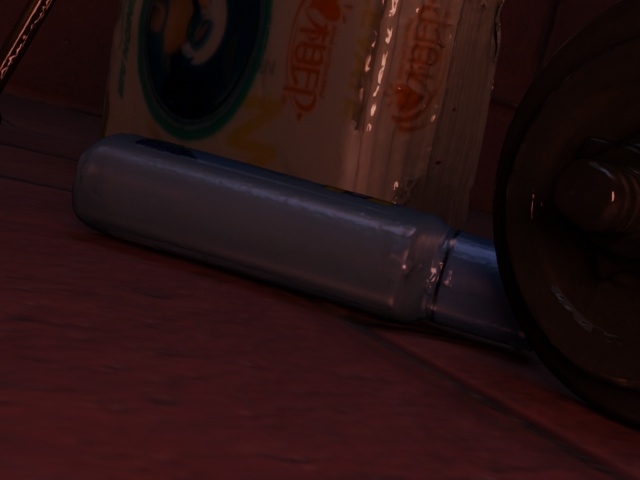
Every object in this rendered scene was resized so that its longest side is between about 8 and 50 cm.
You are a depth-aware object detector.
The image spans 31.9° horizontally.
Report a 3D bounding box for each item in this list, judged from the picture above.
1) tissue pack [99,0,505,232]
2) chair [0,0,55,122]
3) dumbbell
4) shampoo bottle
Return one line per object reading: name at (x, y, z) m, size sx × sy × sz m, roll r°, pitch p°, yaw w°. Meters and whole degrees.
tissue pack at (-0.033, -0.155, 0.974) m, size 0.162 × 0.287 × 0.388 m, roll 2°, pitch 11°, yaw -41°
chair at (-0.421, -0.333, 1.092) m, size 0.362 × 0.410 × 0.365 m, roll 18°, pitch 6°, yaw 29°
dumbbell at (0.200, -0.004, 0.504) m, size 0.290 × 0.192 × 0.192 m, roll 8°, pitch 8°, yaw -42°
shampoo bottle at (0.000, 0.000, 0.610) m, size 0.258 × 0.061 × 0.104 m, roll 16°, pitch 5°, yaw 15°
